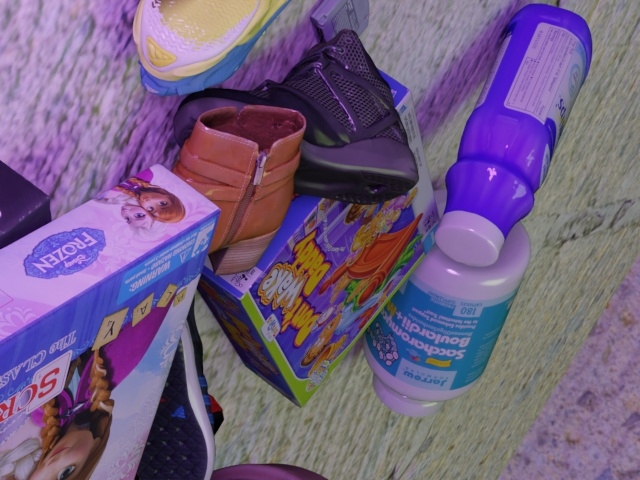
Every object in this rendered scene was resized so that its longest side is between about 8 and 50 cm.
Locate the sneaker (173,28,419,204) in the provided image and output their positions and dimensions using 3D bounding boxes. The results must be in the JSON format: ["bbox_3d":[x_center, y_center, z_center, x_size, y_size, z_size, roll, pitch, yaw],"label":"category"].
[{"bbox_3d":[-0.026,-0.108,1.449,0.228,0.130,0.087,7,150,-37],"label":"sneaker"}]

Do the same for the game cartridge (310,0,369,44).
[{"bbox_3d":[0.018,-0.185,1.512,0.056,0.017,0.083,-47,160,-10],"label":"game cartridge"}]

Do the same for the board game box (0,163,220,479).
[{"bbox_3d":[-0.221,0.139,1.220,0.319,0.066,0.318,-34,153,-46],"label":"board game box"}]

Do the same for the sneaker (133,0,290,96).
[{"bbox_3d":[-0.052,-0.188,1.269,0.240,0.091,0.126,-44,177,-28],"label":"sneaker"}]

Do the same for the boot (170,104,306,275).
[{"bbox_3d":[-0.106,-0.029,1.342,0.197,0.073,0.152,-18,147,-34],"label":"boot"}]

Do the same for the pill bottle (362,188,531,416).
[{"bbox_3d":[0.132,0.079,2.030,0.146,0.146,0.264,-38,154,-41],"label":"pill bottle"}]

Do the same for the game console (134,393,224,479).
[{"bbox_3d":[-0.253,0.310,1.668,0.386,0.060,0.342,-57,167,11],"label":"game console"}]

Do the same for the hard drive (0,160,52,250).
[{"bbox_3d":[-0.282,0.122,1.246,0.237,0.064,0.339,-43,157,-31],"label":"hard drive"}]

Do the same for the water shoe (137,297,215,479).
[{"bbox_3d":[-0.118,0.128,1.548,0.080,0.073,0.203,-64,157,-57],"label":"water shoe"}]

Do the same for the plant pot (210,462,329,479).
[{"bbox_3d":[-0.102,0.330,1.649,0.229,0.263,0.263,13,112,-58],"label":"plant pot"}]

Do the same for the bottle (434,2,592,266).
[{"bbox_3d":[0.193,-0.104,1.835,0.118,0.092,0.282,86,25,-57],"label":"bottle"}]

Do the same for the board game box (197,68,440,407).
[{"bbox_3d":[0.000,0.000,1.687,0.233,0.078,0.347,-51,161,-11],"label":"board game box"}]
